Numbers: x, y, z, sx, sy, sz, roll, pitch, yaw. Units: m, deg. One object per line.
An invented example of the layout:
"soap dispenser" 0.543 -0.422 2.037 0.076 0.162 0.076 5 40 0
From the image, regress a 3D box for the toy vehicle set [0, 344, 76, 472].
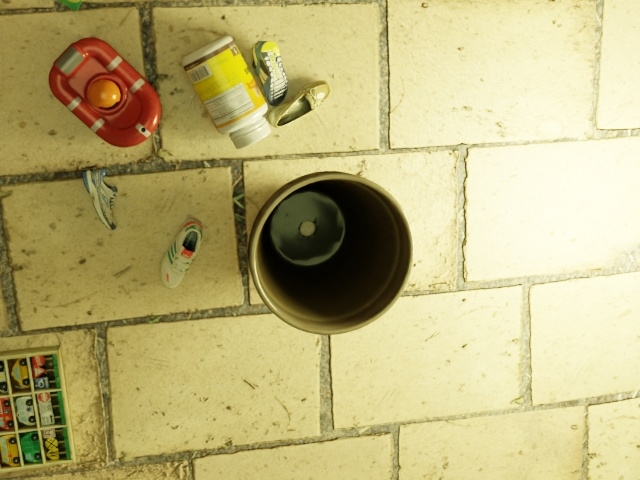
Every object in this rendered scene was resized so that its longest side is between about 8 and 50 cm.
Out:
"toy vehicle set" -0.630 0.364 1.791 0.166 0.035 0.266 -7 104 -11

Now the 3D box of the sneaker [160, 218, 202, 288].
"sneaker" -0.297 0.033 1.765 0.057 0.075 0.161 25 96 -16

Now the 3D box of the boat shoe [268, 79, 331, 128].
"boat shoe" -0.039 -0.285 1.755 0.153 0.048 0.056 -30 119 -8

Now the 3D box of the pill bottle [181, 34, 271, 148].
"pill bottle" -0.186 -0.300 1.692 0.117 0.117 0.215 -29 107 -4

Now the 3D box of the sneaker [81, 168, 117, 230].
"sneaker" -0.445 -0.087 1.721 0.058 0.052 0.135 -22 106 -11

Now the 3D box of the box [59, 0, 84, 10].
"box" -0.474 -0.549 1.615 0.105 0.043 0.179 31 92 -17

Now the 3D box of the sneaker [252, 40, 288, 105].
"sneaker" -0.108 -0.352 1.734 0.053 0.059 0.144 -29 127 -30

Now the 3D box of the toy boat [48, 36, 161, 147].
"toy boat" -0.420 -0.285 1.628 0.231 0.151 0.151 44 91 -17

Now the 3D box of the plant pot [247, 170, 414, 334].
"plant pot" 0.000 0.000 1.713 0.323 0.280 0.323 -2 103 -11
